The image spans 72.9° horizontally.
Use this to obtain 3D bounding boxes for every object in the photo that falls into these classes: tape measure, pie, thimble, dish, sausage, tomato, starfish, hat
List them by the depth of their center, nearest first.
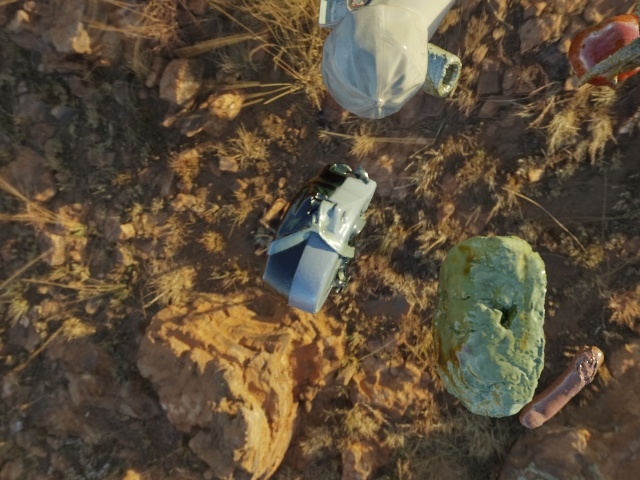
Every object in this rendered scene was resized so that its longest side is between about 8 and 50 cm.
[{"bbox_3d":[-0.001,0.004,0.580,0.107,0.182,0.181,22,120,8],"label":"tape measure"},{"bbox_3d":[0.220,0.116,0.614,0.089,0.201,0.248,5,86,-19],"label":"pie"},{"bbox_3d":[0.130,-0.333,0.734,0.275,0.232,0.161,-46,63,9],"label":"hat"},{"bbox_3d":[0.760,-0.476,0.973,0.375,0.326,0.095,-30,59,34],"label":"starfish"},{"bbox_3d":[0.690,0.423,1.240,0.078,0.078,0.304,38,100,3],"label":"sausage"},{"bbox_3d":[0.897,-0.578,1.337,0.231,0.232,0.189,-10,96,18],"label":"tomato"},{"bbox_3d":[0.381,-0.580,1.467,0.143,0.190,0.137,40,94,21],"label":"thimble"},{"bbox_3d":[0.081,-0.849,1.535,0.153,0.064,0.235,-1,75,24],"label":"dish"}]
